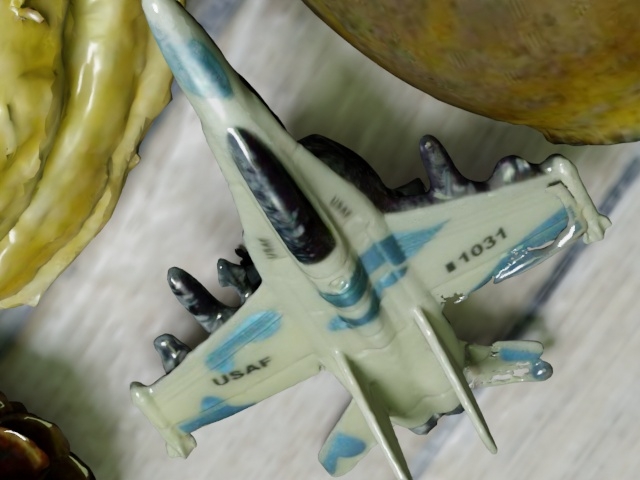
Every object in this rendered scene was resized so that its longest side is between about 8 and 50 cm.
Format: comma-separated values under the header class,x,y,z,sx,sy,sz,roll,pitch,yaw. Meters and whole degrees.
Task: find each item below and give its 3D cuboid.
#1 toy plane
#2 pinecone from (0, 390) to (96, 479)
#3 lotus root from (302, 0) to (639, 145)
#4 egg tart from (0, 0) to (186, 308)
class,x,y,z,sx,sy,sz,roll,pitch,yaw
toy plane,-0.003,-0.007,0.698,0.192,0.088,0.262,-27,127,6
pinecone,-0.145,0.122,0.707,0.140,0.121,0.140,-2,113,-4
lotus root,0.083,-0.153,0.654,0.267,0.149,0.260,-20,110,-2
egg tart,-0.186,-0.073,0.640,0.290,0.115,0.290,-3,107,-11
